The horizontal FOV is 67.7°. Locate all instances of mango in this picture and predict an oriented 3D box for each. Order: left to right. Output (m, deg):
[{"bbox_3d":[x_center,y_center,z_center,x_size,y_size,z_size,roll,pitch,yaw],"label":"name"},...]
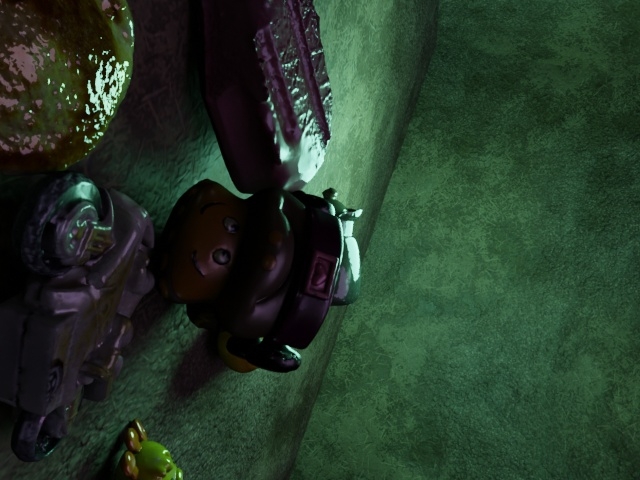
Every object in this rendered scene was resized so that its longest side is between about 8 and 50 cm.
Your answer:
[{"bbox_3d":[-0.152,0.209,1.060,0.262,0.108,0.158,47,52,-78],"label":"mango"}]

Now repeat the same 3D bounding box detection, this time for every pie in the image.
[{"bbox_3d":[-0.239,-0.154,0.393,0.205,0.084,0.179,-58,160,-30],"label":"pie"}]

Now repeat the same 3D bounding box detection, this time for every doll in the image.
[{"bbox_3d":[-0.292,0.399,0.774,0.143,0.135,0.221,-109,-164,-56],"label":"doll"}]

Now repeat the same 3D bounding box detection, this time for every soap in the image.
[{"bbox_3d":[-0.074,-0.227,0.736,0.220,0.127,0.325,-59,149,-36],"label":"soap"}]

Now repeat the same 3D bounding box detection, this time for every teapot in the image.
[{"bbox_3d":[0.020,0.004,1.257,0.305,0.223,0.286,-11,110,-70],"label":"teapot"}]

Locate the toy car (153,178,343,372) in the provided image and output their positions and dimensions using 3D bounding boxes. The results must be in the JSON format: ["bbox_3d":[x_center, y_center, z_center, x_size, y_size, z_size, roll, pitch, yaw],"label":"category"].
[{"bbox_3d":[-0.129,0.039,0.728,0.340,0.240,0.272,-18,-125,63],"label":"toy car"}]

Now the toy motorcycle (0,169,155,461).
[{"bbox_3d":[-0.257,0.069,0.527,0.223,0.107,0.341,-68,177,-67],"label":"toy motorcycle"}]
